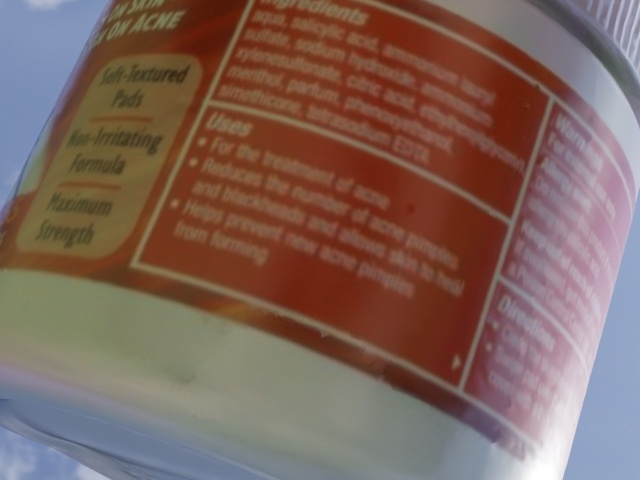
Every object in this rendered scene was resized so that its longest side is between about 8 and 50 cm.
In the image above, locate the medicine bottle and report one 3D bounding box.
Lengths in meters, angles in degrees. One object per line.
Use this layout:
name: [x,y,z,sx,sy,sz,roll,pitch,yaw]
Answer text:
medicine bottle: [0.000,0.000,0.468,0.252,0.252,0.241,8,-115,32]
